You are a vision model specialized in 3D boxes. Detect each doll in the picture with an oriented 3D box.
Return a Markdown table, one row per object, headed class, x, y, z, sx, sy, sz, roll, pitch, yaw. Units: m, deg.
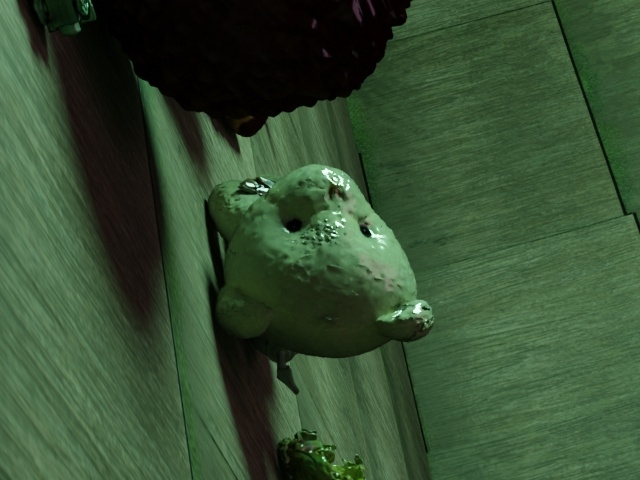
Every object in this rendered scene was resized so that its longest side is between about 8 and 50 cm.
| class | x | y | z | sx | sy | sz | roll | pitch | yaw |
| --- | --- | --- | --- | --- | --- | --- | --- | --- | --- |
| doll | -0.004 | -0.003 | 1.447 | 0.278 | 0.175 | 0.149 | -113 | -157 | -74 |

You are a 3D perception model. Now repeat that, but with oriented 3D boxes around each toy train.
| class | x | y | z | sx | sy | sz | roll | pitch | yaw |
| --- | --- | --- | --- | --- | --- | --- | --- | --- | --- |
| toy train | -0.153 | -0.159 | 1.010 | 0.053 | 0.033 | 0.083 | -101 | 174 | -72 |

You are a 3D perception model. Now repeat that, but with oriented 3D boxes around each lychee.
| class | x | y | z | sx | sy | sz | roll | pitch | yaw |
| --- | --- | --- | --- | --- | --- | --- | --- | --- | --- |
| lychee | -0.056 | -0.214 | 1.188 | 0.271 | 0.271 | 0.271 | -15 | 90 | -85 |

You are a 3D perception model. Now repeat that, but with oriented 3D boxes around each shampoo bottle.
| class | x | y | z | sx | sy | sz | roll | pitch | yaw |
| --- | --- | --- | --- | --- | --- | --- | --- | --- | --- |
| shampoo bottle | -0.034 | 0.062 | 1.509 | 0.195 | 0.056 | 0.056 | -95 | 169 | -64 |

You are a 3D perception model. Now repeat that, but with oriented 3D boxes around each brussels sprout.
| class | x | y | z | sx | sy | sz | roll | pitch | yaw |
| --- | --- | --- | --- | --- | --- | --- | --- | --- | --- |
| brussels sprout | -0.004 | 0.194 | 1.481 | 0.085 | 0.058 | 0.085 | 38 | 17 | -14 |

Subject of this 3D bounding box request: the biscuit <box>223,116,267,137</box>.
| class | x | y | z | sx | sy | sz | roll | pitch | yaw |
| --- | --- | --- | --- | --- | --- | --- | --- | --- | --- |
| biscuit | -0.058 | -0.186 | 1.654 | 0.183 | 0.043 | 0.280 | -56 | 162 | -34 |
